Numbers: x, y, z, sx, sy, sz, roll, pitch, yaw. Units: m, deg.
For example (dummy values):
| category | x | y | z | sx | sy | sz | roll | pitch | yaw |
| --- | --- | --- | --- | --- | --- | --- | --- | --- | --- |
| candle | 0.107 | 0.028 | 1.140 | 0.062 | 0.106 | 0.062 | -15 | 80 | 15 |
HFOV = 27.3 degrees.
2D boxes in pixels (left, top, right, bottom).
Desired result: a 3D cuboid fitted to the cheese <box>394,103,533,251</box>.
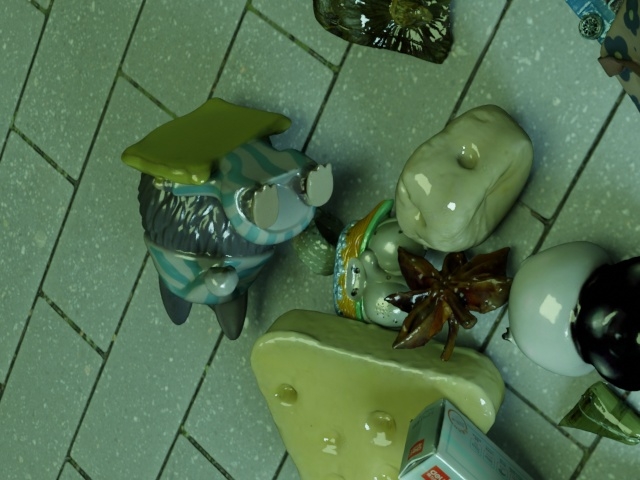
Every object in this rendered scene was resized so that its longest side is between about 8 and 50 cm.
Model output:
| category | x | y | z | sx | sy | sz | roll | pitch | yaw |
| --- | --- | --- | --- | --- | --- | --- | --- | --- | --- |
| cheese | 0.198 | -0.079 | 1.856 | 0.117 | 0.218 | 0.235 | 39 | 124 | 24 |

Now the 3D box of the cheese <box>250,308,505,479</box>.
| category | x | y | z | sx | sy | sz | roll | pitch | yaw |
| --- | --- | --- | --- | --- | --- | --- | --- | --- | --- |
| cheese | 0.078 | 0.304 | 2.027 | 0.383 | 0.104 | 0.384 | 8 | 114 | 19 |

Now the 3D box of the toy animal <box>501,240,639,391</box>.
| category | x | y | z | sx | sy | sz | roll | pitch | yaw |
| --- | --- | --- | --- | --- | --- | --- | --- | --- | --- |
| toy animal | 0.366 | 0.098 | 1.779 | 0.235 | 0.165 | 0.187 | 10 | 99 | 40 |

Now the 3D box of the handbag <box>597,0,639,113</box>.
| category | x | y | z | sx | sy | sz | roll | pitch | yaw |
| --- | --- | --- | --- | --- | --- | --- | --- | --- | --- |
| handbag | 0.471 | -0.205 | 1.631 | 0.252 | 0.190 | 0.193 | 67 | 157 | 13 |

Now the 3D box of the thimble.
| category | x | y | z | sx | sy | sz | roll | pitch | yaw |
| --- | --- | --- | --- | --- | --- | --- | --- | --- | --- |
| thimble | 0.000 | 0.000 | 2.109 | 0.062 | 0.084 | 0.110 | -51 | 56 | 29 |

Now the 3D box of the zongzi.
| category | x | y | z | sx | sy | sz | roll | pitch | yaw |
| --- | --- | --- | --- | --- | --- | --- | --- | --- | --- |
| zongzi | 0.397 | 0.265 | 1.855 | 0.104 | 0.052 | 0.113 | 47 | 135 | 18 |

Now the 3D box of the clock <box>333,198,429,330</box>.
| category | x | y | z | sx | sy | sz | roll | pitch | yaw |
| --- | --- | --- | --- | --- | --- | --- | --- | --- | --- |
| clock | 0.098 | 0.049 | 2.028 | 0.144 | 0.103 | 0.231 | 8 | 105 | 24 |

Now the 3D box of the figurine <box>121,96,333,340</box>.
| category | x | y | z | sx | sy | sz | roll | pitch | yaw |
| --- | --- | --- | --- | --- | --- | --- | --- | --- | --- |
| figurine | -0.125 | 0.000 | 2.129 | 0.361 | 0.266 | 0.378 | 32 | 139 | 47 |

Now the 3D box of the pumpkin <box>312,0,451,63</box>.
| category | x | y | z | sx | sy | sz | roll | pitch | yaw |
| --- | --- | --- | --- | --- | --- | --- | --- | --- | --- |
| pumpkin | 0.077 | -0.361 | 1.974 | 0.248 | 0.126 | 0.131 | 31 | 116 | 31 |

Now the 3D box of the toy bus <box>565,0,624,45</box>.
| category | x | y | z | sx | sy | sz | roll | pitch | yaw |
| --- | --- | --- | --- | --- | --- | --- | --- | --- | --- |
| toy bus | 0.371 | -0.347 | 1.765 | 0.106 | 0.090 | 0.185 | -46 | 70 | 33 |

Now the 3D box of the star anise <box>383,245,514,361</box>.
| category | x | y | z | sx | sy | sz | roll | pitch | yaw |
| --- | --- | --- | --- | --- | --- | --- | --- | --- | --- |
| star anise | 0.189 | 0.075 | 1.909 | 0.212 | 0.111 | 0.196 | -30 | 48 | 8 |

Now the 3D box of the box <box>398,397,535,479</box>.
| category | x | y | z | sx | sy | sz | roll | pitch | yaw |
| --- | --- | --- | --- | --- | --- | --- | --- | --- | --- |
| box | 0.231 | 0.356 | 1.865 | 0.269 | 0.135 | 0.079 | 43 | 118 | -13 |
